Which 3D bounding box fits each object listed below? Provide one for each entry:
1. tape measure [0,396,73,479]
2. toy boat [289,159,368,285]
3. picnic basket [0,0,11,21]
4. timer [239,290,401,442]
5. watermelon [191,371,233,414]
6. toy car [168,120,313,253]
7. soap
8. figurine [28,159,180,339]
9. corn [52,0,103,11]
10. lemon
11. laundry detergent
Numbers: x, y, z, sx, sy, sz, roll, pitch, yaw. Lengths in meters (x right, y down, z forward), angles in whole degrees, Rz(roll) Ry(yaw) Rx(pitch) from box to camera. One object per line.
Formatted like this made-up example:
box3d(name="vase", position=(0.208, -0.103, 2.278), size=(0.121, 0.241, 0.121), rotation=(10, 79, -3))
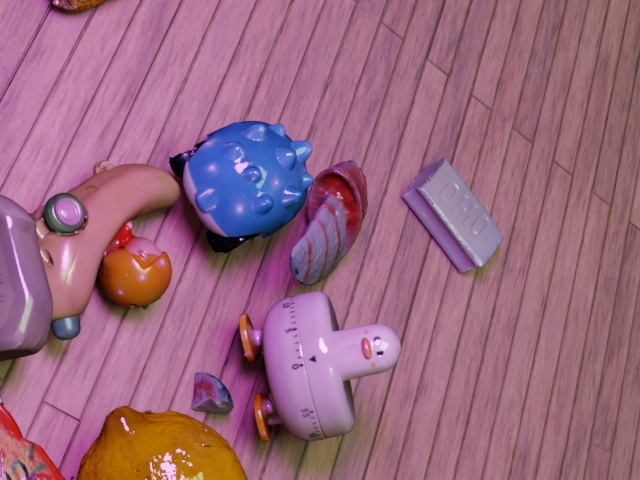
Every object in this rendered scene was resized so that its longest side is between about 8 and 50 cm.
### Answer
box3d(name="tape measure", position=(-0.481, 0.297, 1.514), size=(0.253, 0.114, 0.260), rotation=(-39, 96, -40))
box3d(name="toy boat", position=(0.000, 0.000, 1.951), size=(0.096, 0.206, 0.282), rotation=(14, 30, 11))
box3d(name="picnic basket", position=(-0.553, -0.205, 1.564), size=(0.175, 0.228, 0.312), rotation=(30, 57, -24))
box3d(name="timer", position=(0.009, 0.190, 1.852), size=(0.240, 0.233, 0.233), rotation=(-12, 79, 4))
box3d(name="watermelon", position=(-0.169, 0.241, 1.821), size=(0.061, 0.085, 0.085), rotation=(-37, 100, -6))
box3d(name="toy car", position=(-0.102, -0.102, 1.886), size=(0.188, 0.190, 0.255), rotation=(63, 26, -1))
box3d(name="soap", position=(0.252, -0.047, 2.252), size=(0.198, 0.063, 0.114), rotation=(51, 49, -13))
box3d(name="figurine", position=(-0.308, 0.008, 1.751), size=(0.222, 0.124, 0.324), rotation=(55, 46, -9))
box3d(name="corn", position=(-0.329, -0.440, 1.913), size=(0.091, 0.091, 0.260), rotation=(32, 44, 25))
box3d(name="lemon", position=(-0.211, 0.366, 1.616), size=(0.245, 0.245, 0.319), rotation=(-30, 104, -41))
box3d(name="laundry detergent", position=(-0.455, 0.035, 1.603), size=(0.091, 0.181, 0.253), rotation=(33, 47, -71))
